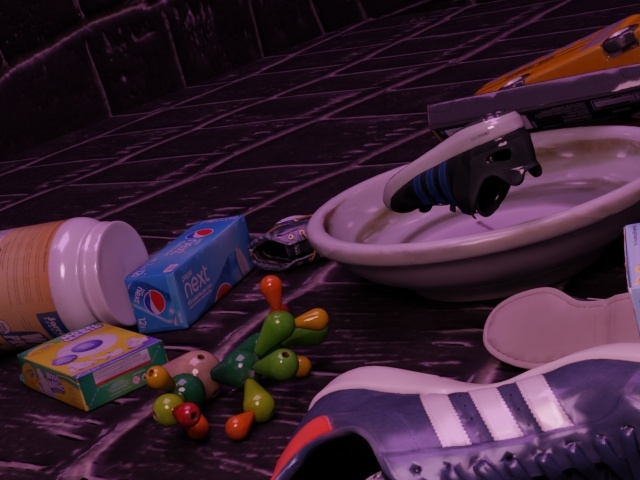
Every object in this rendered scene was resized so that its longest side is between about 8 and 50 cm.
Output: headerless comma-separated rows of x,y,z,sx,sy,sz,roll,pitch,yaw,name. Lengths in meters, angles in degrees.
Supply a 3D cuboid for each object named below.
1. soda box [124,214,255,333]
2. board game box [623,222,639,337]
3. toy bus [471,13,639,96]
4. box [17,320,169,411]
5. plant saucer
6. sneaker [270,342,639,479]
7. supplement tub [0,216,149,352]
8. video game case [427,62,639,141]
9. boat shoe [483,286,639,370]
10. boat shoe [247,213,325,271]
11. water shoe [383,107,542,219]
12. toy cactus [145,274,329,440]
-0.151,0.037,1.622,0.067,0.071,0.210,-7,16,24,soda box
0.361,0.049,0.937,0.275,0.144,0.142,-11,15,15,board game box
0.344,-0.200,1.784,0.332,0.108,0.130,-22,13,46,toy bus
-0.246,0.129,1.440,0.105,0.043,0.179,-24,15,-31,box
0.188,-0.019,1.441,0.400,0.101,0.400,-13,15,4,plant saucer
0.114,0.156,0.852,0.350,0.131,0.148,-10,21,38,sneaker
-0.313,0.051,1.586,0.199,0.144,0.144,-9,16,23,supplement tub
0.294,-0.136,1.647,0.274,0.035,0.248,-10,-18,19,video game case
0.230,0.082,1.149,0.206,0.075,0.065,-7,-27,45,boat shoe
0.000,0.000,1.643,0.183,0.065,0.083,-12,15,38,boat shoe
0.130,-0.051,1.296,0.073,0.080,0.203,-21,-9,-33,water shoe
-0.095,0.116,1.256,0.180,0.112,0.219,-14,20,45,toy cactus
